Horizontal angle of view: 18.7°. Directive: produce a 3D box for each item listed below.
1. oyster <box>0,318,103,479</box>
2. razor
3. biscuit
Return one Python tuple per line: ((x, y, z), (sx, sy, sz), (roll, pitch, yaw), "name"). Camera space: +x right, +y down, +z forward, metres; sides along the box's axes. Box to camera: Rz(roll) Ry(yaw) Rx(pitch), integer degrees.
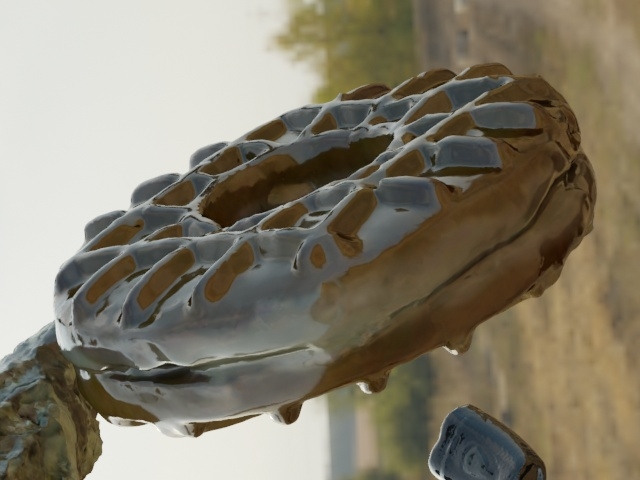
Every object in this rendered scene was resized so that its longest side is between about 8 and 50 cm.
((-0.228, 0.162, 1.223), (0.162, 0.158, 0.351), (52, -140, -15), "oyster")
((0.179, 0.237, 2.048), (0.148, 0.054, 0.090), (34, 108, 52), "razor")
((0.000, 0.000, 1.110), (0.332, 0.332, 0.103), (-89, -21, -72), "biscuit")
